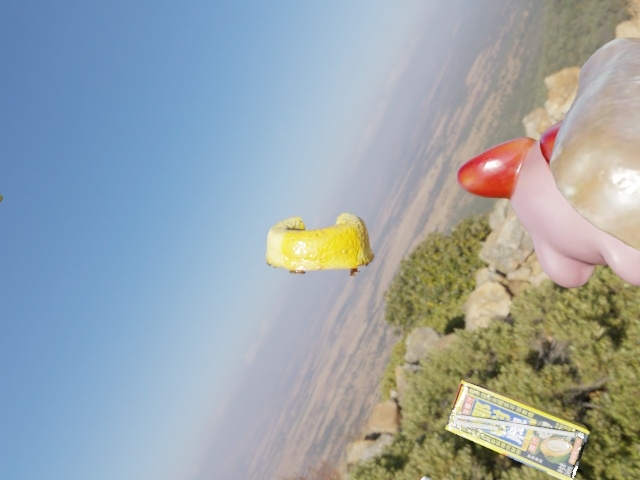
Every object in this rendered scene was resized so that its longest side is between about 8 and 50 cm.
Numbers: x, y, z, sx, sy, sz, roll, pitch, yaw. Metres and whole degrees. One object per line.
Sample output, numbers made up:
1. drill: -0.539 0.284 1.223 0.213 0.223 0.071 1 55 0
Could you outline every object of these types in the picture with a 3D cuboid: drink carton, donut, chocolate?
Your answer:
1. drink carton: 0.253 0.244 0.801 0.071 0.165 0.056 -70 -19 -4
2. donut: -0.004 0.003 0.988 0.146 0.181 0.078 -60 -29 -70
3. chocolate: 0.261 -0.080 0.436 0.261 0.161 0.083 -56 -10 -47

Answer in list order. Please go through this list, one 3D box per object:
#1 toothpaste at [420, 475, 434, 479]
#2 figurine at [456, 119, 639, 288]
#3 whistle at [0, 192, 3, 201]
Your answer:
1. toothpaste: 0.257 0.465 1.021 0.033 0.218 0.052 -54 1 9
2. figurine: 0.389 -0.084 0.882 0.211 0.261 0.269 -44 9 -20
3. whistle: -0.782 -0.048 1.421 0.198 0.104 0.057 -44 12 31
